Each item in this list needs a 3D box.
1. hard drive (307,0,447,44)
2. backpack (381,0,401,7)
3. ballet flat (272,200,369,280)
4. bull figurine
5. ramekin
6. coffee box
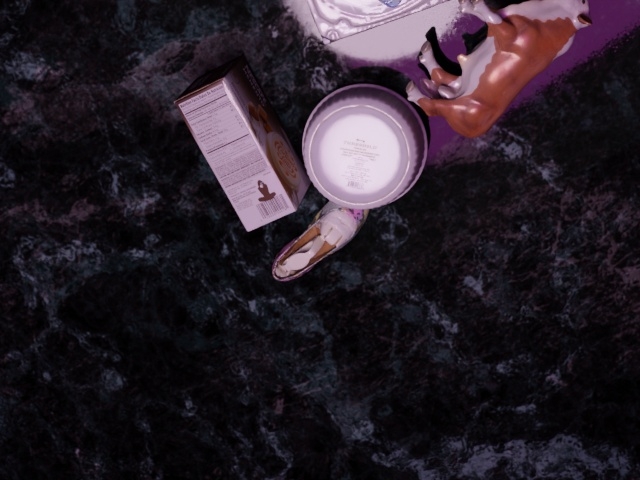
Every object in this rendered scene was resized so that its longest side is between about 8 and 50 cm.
[{"bbox_3d":[0.054,-0.496,1.914,0.237,0.064,0.339,-16,109,16],"label":"hard drive"},{"bbox_3d":[0.092,-0.415,1.861,0.114,0.084,0.105,35,112,-3],"label":"backpack"},{"bbox_3d":[0.000,0.000,2.131,0.077,0.079,0.221,45,113,-9],"label":"ballet flat"},{"bbox_3d":[0.274,-0.292,1.931,0.188,0.101,0.310,27,119,-17],"label":"bull figurine"},{"bbox_3d":[0.068,-0.146,2.020,0.207,0.109,0.207,2,103,6],"label":"ramekin"},{"bbox_3d":[-0.123,-0.160,2.049,0.098,0.141,0.246,-23,107,19],"label":"coffee box"}]
